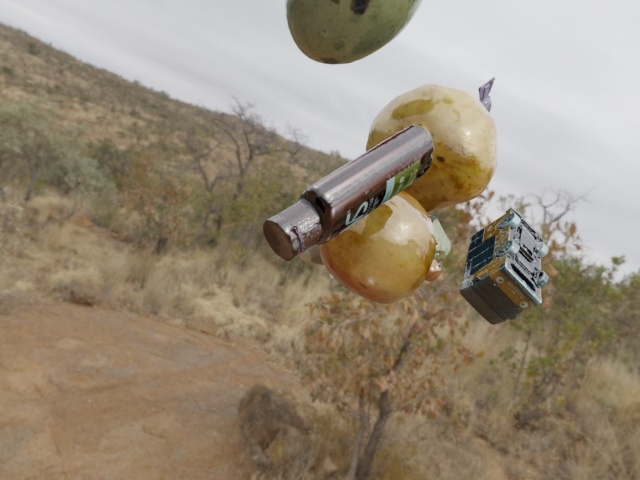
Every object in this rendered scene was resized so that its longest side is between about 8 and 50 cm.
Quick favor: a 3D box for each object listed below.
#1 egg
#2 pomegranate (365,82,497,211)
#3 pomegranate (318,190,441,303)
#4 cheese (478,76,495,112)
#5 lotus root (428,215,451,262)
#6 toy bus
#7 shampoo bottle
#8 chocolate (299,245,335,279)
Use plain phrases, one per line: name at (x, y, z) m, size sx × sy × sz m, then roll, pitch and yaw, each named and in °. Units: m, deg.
egg at (0.088, -0.655, 1.409) m, size 0.345 × 0.428 × 0.345 m, roll 24°, pitch 30°, yaw -15°
pomegranate at (0.311, -0.265, 1.559) m, size 0.410 × 0.410 × 0.410 m, roll 21°, pitch 6°, yaw -2°
pomegranate at (0.136, 0.012, 1.144) m, size 0.270 × 0.229 × 0.252 m, roll 34°, pitch 17°, yaw -5°
cheese at (0.588, -0.493, 1.972) m, size 0.042 × 0.105 × 0.190 m, roll 37°, pitch -30°, yaw 28°
lotus root at (0.321, 0.010, 1.594) m, size 0.070 × 0.143 × 0.144 m, roll -19°, pitch 20°, yaw 39°
toy bus at (0.444, 0.061, 1.326) m, size 0.138 × 0.167 × 0.275 m, roll 44°, pitch 36°, yaw -10°
shampoo bottle at (0.053, -0.078, 0.899) m, size 0.323 × 0.129 × 0.084 m, roll -34°, pitch 71°, yaw -31°
chocolate at (-0.003, 0.005, 1.591) m, size 0.147 × 0.221 × 0.221 m, roll -2°, pitch 5°, yaw 1°
